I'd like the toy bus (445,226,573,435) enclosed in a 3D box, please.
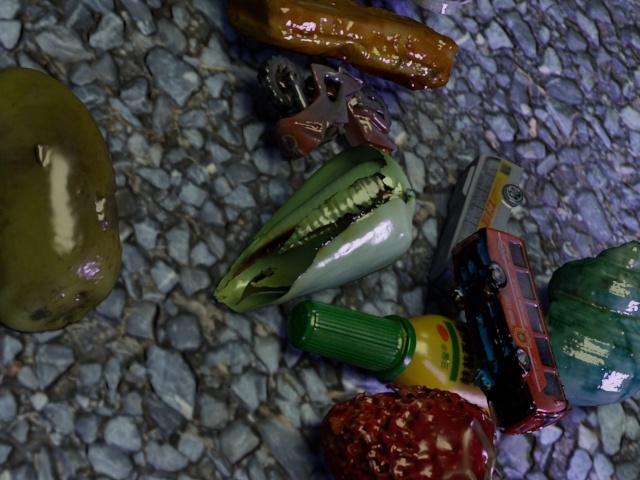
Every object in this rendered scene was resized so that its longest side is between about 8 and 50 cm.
[{"bbox_3d":[0.208,0.100,1.760,0.096,0.073,0.234,10,56,-40],"label":"toy bus"}]

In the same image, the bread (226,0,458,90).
[{"bbox_3d":[0.029,-0.237,1.847,0.271,0.139,0.077,10,107,-34],"label":"bread"}]

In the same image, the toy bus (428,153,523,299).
[{"bbox_3d":[0.187,-0.018,1.905,0.075,0.064,0.190,26,55,-10],"label":"toy bus"}]

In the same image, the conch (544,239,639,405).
[{"bbox_3d":[0.331,0.099,1.893,0.196,0.134,0.202,31,61,-66],"label":"conch"}]

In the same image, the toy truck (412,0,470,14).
[{"bbox_3d":[0.021,-0.399,1.870,0.388,0.173,0.207,5,30,-35],"label":"toy truck"}]

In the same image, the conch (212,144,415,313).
[{"bbox_3d":[0.011,-0.011,1.708,0.251,0.143,0.137,-30,128,-46],"label":"conch"}]

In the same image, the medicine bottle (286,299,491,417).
[{"bbox_3d":[0.100,0.126,1.762,0.309,0.076,0.111,16,52,-29],"label":"medicine bottle"}]

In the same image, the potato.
[{"bbox_3d":[-0.263,-0.055,1.558,0.160,0.111,0.271,-3,71,-35],"label":"potato"}]

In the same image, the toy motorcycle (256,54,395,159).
[{"bbox_3d":[0.009,-0.137,1.817,0.212,0.084,0.118,13,60,-45],"label":"toy motorcycle"}]

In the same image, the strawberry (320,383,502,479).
[{"bbox_3d":[0.091,0.233,1.654,0.202,0.184,0.186,22,58,8],"label":"strawberry"}]
